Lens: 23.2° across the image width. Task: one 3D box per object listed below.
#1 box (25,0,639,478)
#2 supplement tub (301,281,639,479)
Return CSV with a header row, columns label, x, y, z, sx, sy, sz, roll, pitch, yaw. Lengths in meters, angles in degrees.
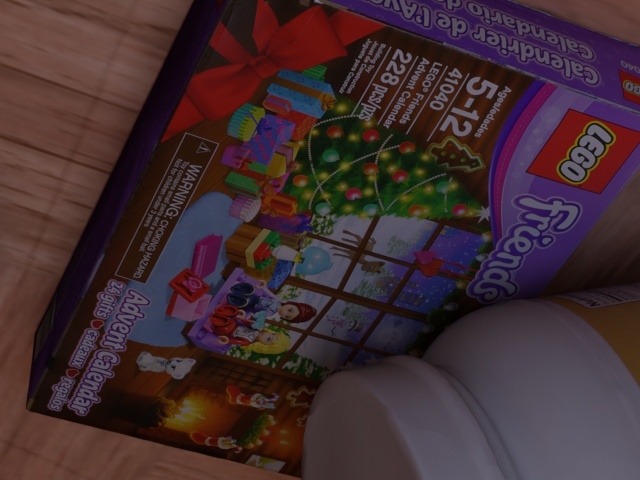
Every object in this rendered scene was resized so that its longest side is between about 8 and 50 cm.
label,x,y,z,sx,sy,sz,roll,pitch,yaw
box,0.000,0.000,0.739,0.201,0.057,0.293,16,132,-18
supplement tub,0.169,0.128,0.701,0.316,0.228,0.228,-9,137,-18
